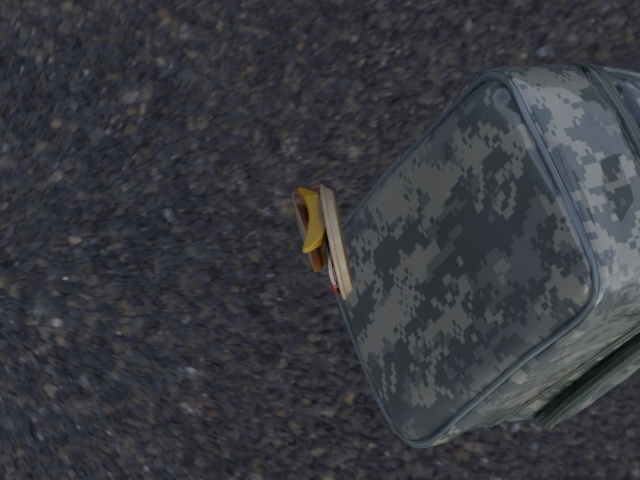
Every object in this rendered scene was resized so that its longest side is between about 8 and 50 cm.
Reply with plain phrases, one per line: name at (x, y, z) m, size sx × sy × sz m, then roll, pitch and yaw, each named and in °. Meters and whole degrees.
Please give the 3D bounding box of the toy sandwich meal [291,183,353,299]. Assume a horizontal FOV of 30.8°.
toy sandwich meal at (0.000, 0.000, 0.760) m, size 0.029 × 0.085 × 0.086 m, roll -12°, pitch 91°, yaw 3°

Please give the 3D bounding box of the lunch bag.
lunch bag at (0.192, 0.010, 0.909) m, size 0.256 × 0.305 × 0.213 m, roll -8°, pitch 62°, yaw -34°
